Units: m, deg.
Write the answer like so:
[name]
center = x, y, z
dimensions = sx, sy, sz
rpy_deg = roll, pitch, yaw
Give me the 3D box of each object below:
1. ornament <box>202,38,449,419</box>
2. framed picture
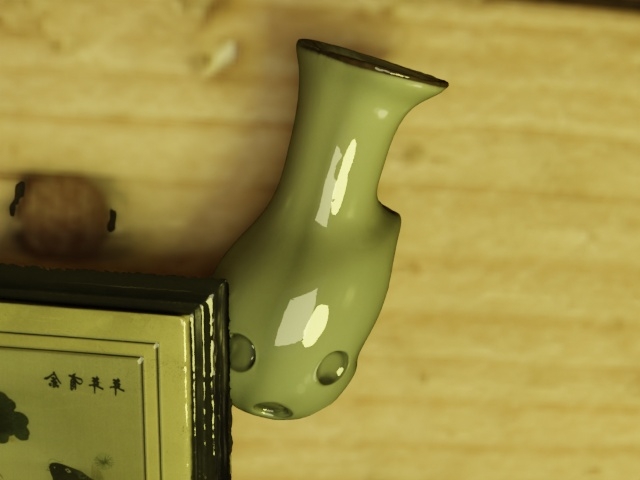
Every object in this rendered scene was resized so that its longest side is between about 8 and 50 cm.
[ornament]
center = 0.000, 0.000, 0.502
dimensions = 0.081, 0.075, 0.156
rpy_deg = 9, 104, -32
[framed picture]
center = -0.130, 0.102, 0.513
dimensions = 0.195, 0.010, 0.199
rpy_deg = 3, 106, 11
